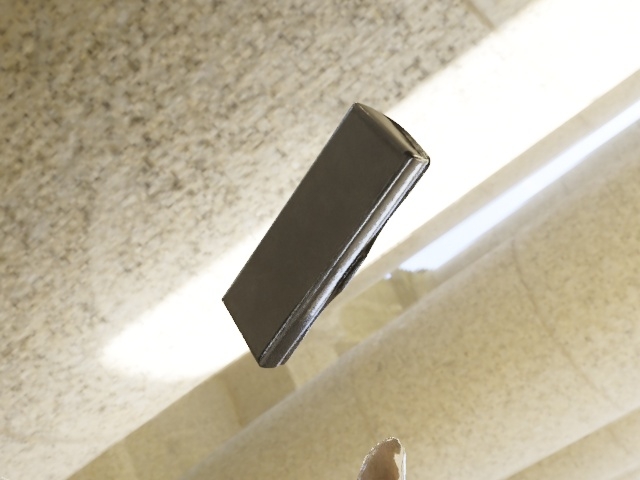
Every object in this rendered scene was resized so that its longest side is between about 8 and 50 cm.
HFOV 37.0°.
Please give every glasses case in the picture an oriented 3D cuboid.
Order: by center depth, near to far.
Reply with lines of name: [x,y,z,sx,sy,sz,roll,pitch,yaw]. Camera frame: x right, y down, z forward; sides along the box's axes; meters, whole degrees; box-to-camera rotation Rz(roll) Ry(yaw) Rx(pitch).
glasses case: [0.001,-0.001,0.667,0.042,0.191,0.072,15,-150,-40]

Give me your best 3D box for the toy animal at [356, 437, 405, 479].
toy animal: [0.080,0.297,0.781,0.248,0.149,0.165,50,-174,-45]

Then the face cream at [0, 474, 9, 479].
face cream: [-0.282,0.165,0.639,0.291,0.071,0.144,48,172,-34]
